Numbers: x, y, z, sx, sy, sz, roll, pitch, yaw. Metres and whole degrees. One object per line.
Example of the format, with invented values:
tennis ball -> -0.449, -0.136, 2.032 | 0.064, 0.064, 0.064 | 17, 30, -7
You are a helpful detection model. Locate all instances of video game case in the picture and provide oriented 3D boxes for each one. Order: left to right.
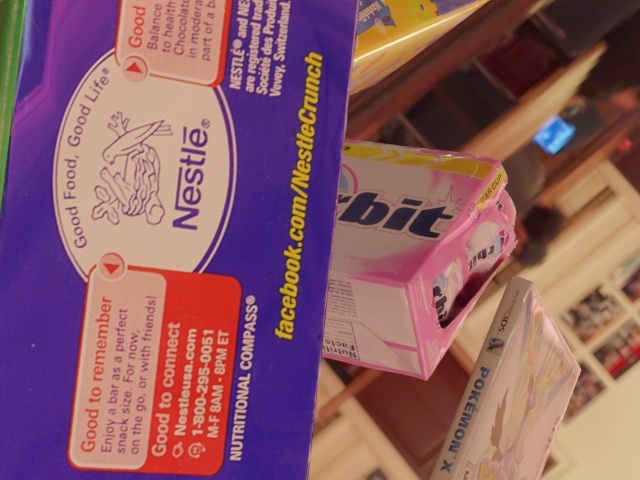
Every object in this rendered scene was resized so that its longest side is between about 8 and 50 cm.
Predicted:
video game case -> 0.238, 0.241, 1.588 | 0.300, 0.036, 0.329 | -66, 150, -15

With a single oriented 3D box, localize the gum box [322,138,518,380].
gum box -> 0.000, 0.000, 0.652 | 0.107, 0.188, 0.062 | -51, 139, -40

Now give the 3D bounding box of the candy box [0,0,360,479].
candy box -> -0.116, 0.015, 0.507 | 0.122, 0.268, 0.317 | 8, 176, -26

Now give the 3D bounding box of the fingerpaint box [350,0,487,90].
fingerpaint box -> -0.090, -0.267, 0.972 | 0.163, 0.371, 0.445 | -34, 180, 31
